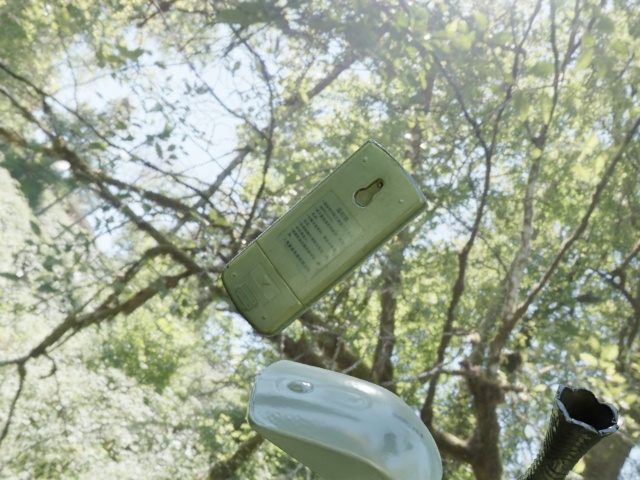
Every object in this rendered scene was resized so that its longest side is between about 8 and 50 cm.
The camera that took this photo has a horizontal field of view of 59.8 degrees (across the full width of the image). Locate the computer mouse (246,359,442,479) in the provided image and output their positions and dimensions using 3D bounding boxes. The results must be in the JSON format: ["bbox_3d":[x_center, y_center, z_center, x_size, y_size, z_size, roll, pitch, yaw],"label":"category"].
[{"bbox_3d":[0.031,0.200,0.612,0.230,0.128,0.079,28,-66,1],"label":"computer mouse"}]

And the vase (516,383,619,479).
[{"bbox_3d":[0.430,0.382,1.002,0.115,0.115,0.237,27,-58,23],"label":"vase"}]

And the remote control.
[{"bbox_3d":[0.000,0.000,0.596,0.098,0.233,0.038,52,10,17],"label":"remote control"}]
